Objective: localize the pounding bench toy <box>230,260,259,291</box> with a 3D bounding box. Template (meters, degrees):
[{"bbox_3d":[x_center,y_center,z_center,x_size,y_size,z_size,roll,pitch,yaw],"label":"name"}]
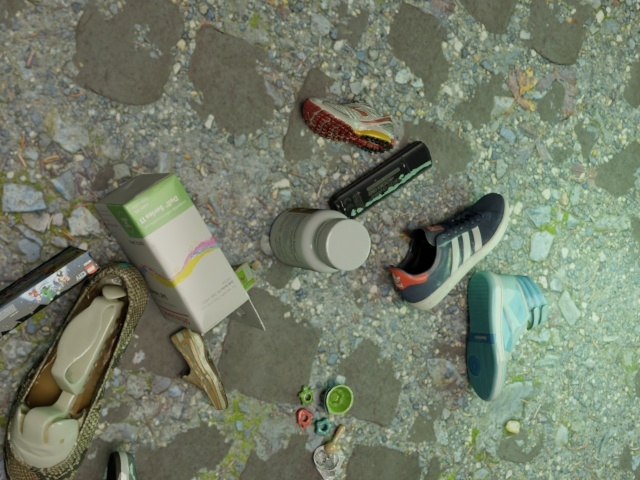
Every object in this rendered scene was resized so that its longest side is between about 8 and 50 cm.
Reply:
[{"bbox_3d":[-0.172,0.075,1.757,0.083,0.065,0.052,-45,116,-52],"label":"pounding bench toy"}]

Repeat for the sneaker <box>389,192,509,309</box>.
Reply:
[{"bbox_3d":[0.297,-0.007,1.957,0.350,0.131,0.148,-48,118,-16],"label":"sneaker"}]

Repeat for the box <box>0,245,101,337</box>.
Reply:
[{"bbox_3d":[-0.518,0.094,1.514,0.233,0.159,0.044,-37,108,-21],"label":"box"}]

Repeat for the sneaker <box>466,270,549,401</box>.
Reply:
[{"bbox_3d":[0.473,0.231,2.076,0.208,0.127,0.318,-2,96,-27],"label":"sneaker"}]

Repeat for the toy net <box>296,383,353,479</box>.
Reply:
[{"bbox_3d":[0.011,0.435,1.890,0.122,0.045,0.232,-4,96,-28],"label":"toy net"}]

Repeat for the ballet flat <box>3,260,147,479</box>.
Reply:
[{"bbox_3d":[-0.463,0.256,1.542,0.164,0.182,0.482,24,83,-1],"label":"ballet flat"}]

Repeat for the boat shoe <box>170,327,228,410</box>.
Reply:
[{"bbox_3d":[-0.251,0.268,1.733,0.072,0.068,0.190,-24,96,-12],"label":"boat shoe"}]

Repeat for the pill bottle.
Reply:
[{"bbox_3d":[0.000,0.000,1.743,0.131,0.229,0.131,-3,96,-29],"label":"pill bottle"}]

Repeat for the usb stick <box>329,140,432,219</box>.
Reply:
[{"bbox_3d":[0.141,-0.133,1.913,0.278,0.045,0.077,-34,116,-22],"label":"usb stick"}]

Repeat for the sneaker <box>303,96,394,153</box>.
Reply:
[{"bbox_3d":[0.061,-0.265,1.849,0.225,0.088,0.092,18,65,-28],"label":"sneaker"}]

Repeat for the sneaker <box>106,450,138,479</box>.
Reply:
[{"bbox_3d":[-0.319,0.542,1.677,0.179,0.124,0.295,-9,104,-23],"label":"sneaker"}]

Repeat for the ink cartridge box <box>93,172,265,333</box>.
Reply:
[{"bbox_3d":[-0.268,0.051,1.616,0.119,0.207,0.353,-37,109,-23],"label":"ink cartridge box"}]
